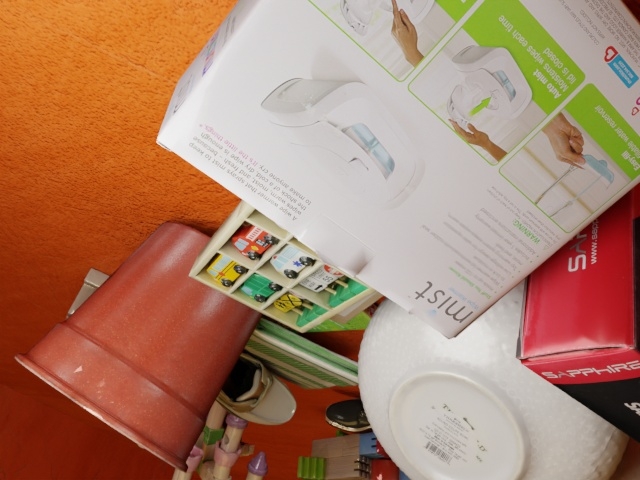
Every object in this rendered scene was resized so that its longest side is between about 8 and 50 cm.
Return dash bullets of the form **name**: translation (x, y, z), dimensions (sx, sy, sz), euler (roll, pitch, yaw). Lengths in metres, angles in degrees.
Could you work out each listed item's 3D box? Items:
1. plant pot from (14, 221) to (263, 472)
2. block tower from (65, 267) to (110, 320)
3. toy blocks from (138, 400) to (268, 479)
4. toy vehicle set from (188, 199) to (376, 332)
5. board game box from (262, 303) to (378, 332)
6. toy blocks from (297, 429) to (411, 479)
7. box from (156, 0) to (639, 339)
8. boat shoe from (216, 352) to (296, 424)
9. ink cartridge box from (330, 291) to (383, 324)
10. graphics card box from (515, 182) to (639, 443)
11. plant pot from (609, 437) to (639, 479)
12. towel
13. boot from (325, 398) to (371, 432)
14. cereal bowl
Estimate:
- **plant pot**: translation (-0.223, 0.135, 0.822), dimensions (0.272, 0.265, 0.272), euler (29, 156, 14)
- **block tower**: translation (-0.478, 0.170, 1.214), dimensions (0.091, 0.097, 0.335), euler (26, 147, -14)
- **toy blocks**: translation (-0.263, 0.454, 1.471), dimensions (0.309, 0.260, 0.288), euler (12, -172, -38)
- **toy vehicle set**: translation (-0.025, 0.017, 0.625), dimensions (0.166, 0.035, 0.267), euler (29, 146, -16)
- **board game box**: translation (-0.037, 0.110, 0.945), dimensions (0.259, 0.039, 0.124), euler (-13, 137, 38)
- **toy blocks**: translation (0.166, 0.561, 1.425), dimensions (0.261, 0.191, 0.381), euler (-21, 139, 33)
- **box**: translation (0.069, -0.093, 0.388), dimensions (0.262, 0.127, 0.231), euler (33, 114, -24)
- **boat shoe**: translation (-0.149, 0.280, 1.110), dimensions (0.302, 0.113, 0.103), euler (38, 159, -32)
- **ink cartridge box**: translation (0.000, 0.000, 0.705), dimensions (0.193, 0.088, 0.235), euler (23, 149, -10)
- **graphics card box**: translation (0.333, 0.077, 0.514), dimensions (0.371, 0.233, 0.094), euler (35, 145, -24)
- **plant pot**: translation (0.337, 0.351, 0.898), dimensions (0.305, 0.334, 0.334), euler (17, 150, 23)
- **towel**: translation (-0.070, 0.220, 1.098), dimensions (0.248, 0.038, 0.325), euler (26, 158, -10)
- **boot**: translation (0.103, 0.347, 1.224), dimensions (0.198, 0.077, 0.137), euler (-2, 141, 8)
- **cereal bowl**: translation (0.187, 0.199, 0.703), dimensions (0.339, 0.141, 0.339), euler (11, 112, 30)
